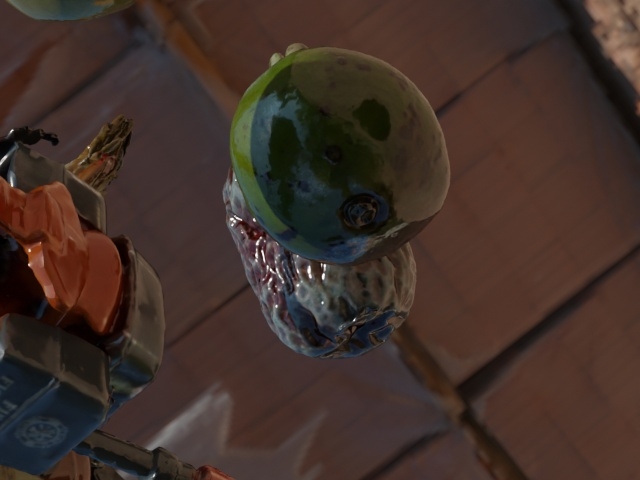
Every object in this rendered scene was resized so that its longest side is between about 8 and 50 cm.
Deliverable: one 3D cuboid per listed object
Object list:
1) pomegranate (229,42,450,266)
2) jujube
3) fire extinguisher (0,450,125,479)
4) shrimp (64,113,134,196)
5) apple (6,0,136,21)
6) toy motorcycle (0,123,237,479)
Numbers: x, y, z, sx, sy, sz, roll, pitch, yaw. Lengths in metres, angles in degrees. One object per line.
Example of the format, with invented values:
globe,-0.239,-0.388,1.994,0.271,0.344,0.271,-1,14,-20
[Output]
pomegranate,0.010,-0.090,1.348,0.202,0.202,0.248,55,-168,-39
jujube,0.000,0.000,1.937,0.317,0.226,0.226,66,-176,32
fire extinguisher,-0.292,0.158,1.173,0.376,0.113,0.200,8,-121,-56
shrimp,-0.238,-0.040,1.369,0.053,0.236,0.133,48,149,-3
apple,-0.286,-0.377,1.679,0.262,0.262,0.262,52,177,4
toy motorcycle,-0.182,0.100,0.656,0.221,0.325,0.148,28,-146,-33
